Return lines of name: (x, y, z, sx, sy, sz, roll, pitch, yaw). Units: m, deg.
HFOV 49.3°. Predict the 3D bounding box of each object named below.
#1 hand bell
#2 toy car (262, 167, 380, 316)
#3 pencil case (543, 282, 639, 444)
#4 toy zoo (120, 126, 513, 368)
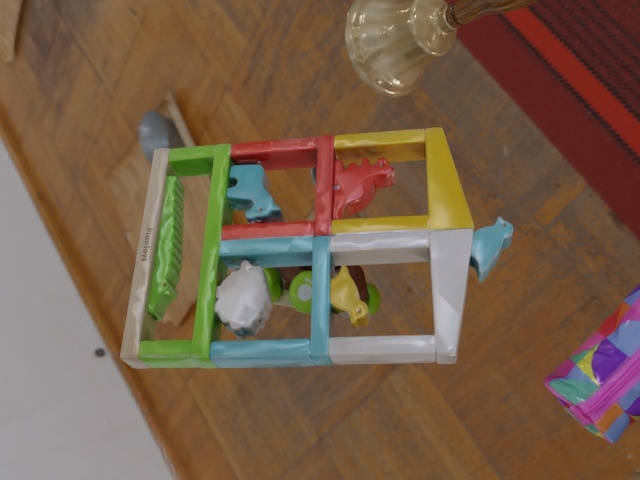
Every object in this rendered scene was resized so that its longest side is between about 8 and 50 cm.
hand bell: (0.148, -0.235, 0.717, 0.242, 0.126, 0.126, -5, 94, 54)
toy car: (0.000, 0.000, 0.908, 0.149, 0.155, 0.188, 6, 85, 31)
pencil case: (0.337, 0.095, 0.705, 0.236, 0.104, 0.104, -50, 59, 10)
toy zoo: (-0.001, 0.003, 0.549, 0.293, 0.030, 0.192, -3, 63, 9)
